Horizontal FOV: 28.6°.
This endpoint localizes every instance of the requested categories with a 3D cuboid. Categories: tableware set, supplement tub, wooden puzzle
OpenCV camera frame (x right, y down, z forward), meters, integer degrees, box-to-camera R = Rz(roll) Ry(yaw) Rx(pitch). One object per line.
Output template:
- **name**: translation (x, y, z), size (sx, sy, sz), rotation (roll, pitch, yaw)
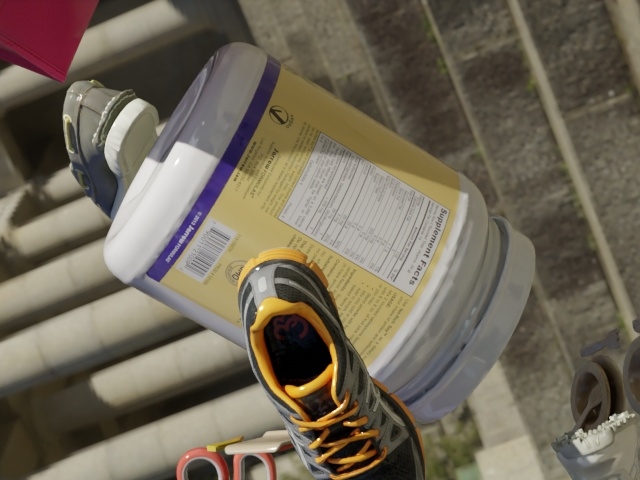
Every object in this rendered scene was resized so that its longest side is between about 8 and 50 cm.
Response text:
- **tableware set**: translation (0.288, 0.143, 1.216), size (0.194, 0.039, 0.128), rotation (132, 137, -64)
- **supplement tub**: translation (0.000, 0.000, 1.134), size (0.331, 0.241, 0.241), rotation (30, -160, -13)
- **wooden puzzle**: translation (-0.049, 0.202, 1.249), size (0.078, 0.116, 0.014), rotation (-10, -90, -50)

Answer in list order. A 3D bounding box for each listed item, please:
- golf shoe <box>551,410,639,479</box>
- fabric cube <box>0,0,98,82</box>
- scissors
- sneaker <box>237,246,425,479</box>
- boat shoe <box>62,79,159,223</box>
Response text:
- **golf shoe**: translation (0.228, 0.186, 0.981), size (0.176, 0.069, 0.086), rotation (43, -154, -66)
- **fabric cube**: translation (-0.313, -0.319, 1.023), size (0.258, 0.254, 0.259), rotation (-66, -19, -4)
- **scissors**: translation (-0.113, 0.358, 1.367), size (0.021, 0.109, 0.297), rotation (-90, 7, -80)
- **sneaker**: translation (0.004, 0.110, 0.848), size (0.215, 0.084, 0.083), rotation (59, -173, -11)
- **boat shoe**: translation (-0.254, -0.103, 1.528), size (0.091, 0.109, 0.305), rotation (30, 160, 5)
